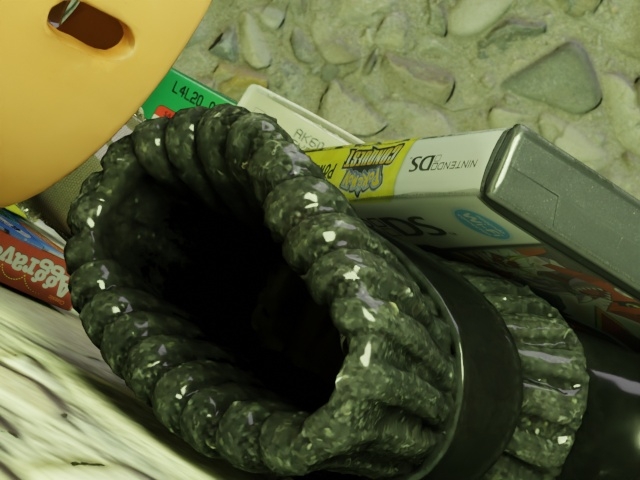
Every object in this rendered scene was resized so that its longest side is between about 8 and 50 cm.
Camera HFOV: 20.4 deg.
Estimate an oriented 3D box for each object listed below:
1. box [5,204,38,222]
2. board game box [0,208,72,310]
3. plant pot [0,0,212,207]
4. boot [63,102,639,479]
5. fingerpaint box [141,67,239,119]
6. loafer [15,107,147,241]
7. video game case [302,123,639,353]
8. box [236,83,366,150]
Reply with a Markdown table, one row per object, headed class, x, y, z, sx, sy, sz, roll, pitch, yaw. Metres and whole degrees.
| class | x | y | z | sx | sy | sz | roll | pitch | yaw |
| --- | --- | --- | --- | --- | --- | --- | --- | --- | --- |
| box | -0.259 | -0.067 | 1.260 | 0.105 | 0.043 | 0.179 | 30 | -2 | -41 |
| board game box | -0.244 | -0.048 | 0.910 | 0.145 | 0.027 | 0.281 | 27 | 2 | -44 |
| plant pot | -0.166 | -0.147 | 0.707 | 0.203 | 0.291 | 0.291 | 34 | -2 | -32 |
| boot | 0.083 | 0.076 | 0.693 | 0.348 | 0.131 | 0.260 | 17 | -13 | 32 |
| fingerpaint box | 0.056 | 0.038 | 1.580 | 0.445 | 0.163 | 0.371 | 30 | 1 | 19 |
| loafer | -0.116 | -0.042 | 0.919 | 0.251 | 0.094 | 0.087 | 45 | -15 | -24 |
| video game case | 0.121 | 0.032 | 0.837 | 0.275 | 0.035 | 0.248 | 31 | -14 | -24 |
| box | 0.000 | 0.000 | 1.202 | 0.121 | 0.148 | 0.311 | 30 | 4 | 10 |
